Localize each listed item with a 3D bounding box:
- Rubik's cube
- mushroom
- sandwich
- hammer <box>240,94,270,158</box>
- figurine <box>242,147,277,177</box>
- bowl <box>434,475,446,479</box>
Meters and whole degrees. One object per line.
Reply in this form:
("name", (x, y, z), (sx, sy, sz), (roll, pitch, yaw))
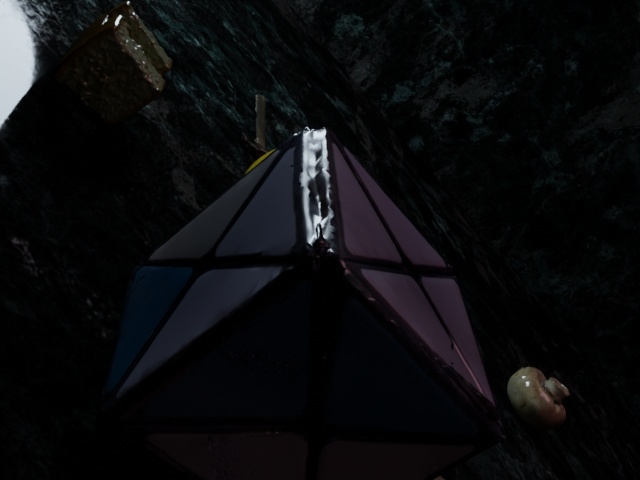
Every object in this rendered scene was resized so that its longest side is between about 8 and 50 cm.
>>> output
("Rubik's cube", (-0.022, 0.110, 0.948), (0.305, 0.307, 0.310), (45, 19, -28))
("mushroom", (0.534, 0.382, 2.108), (0.166, 0.127, 0.166), (46, 11, -12))
("sandwich", (-0.304, -0.277, 1.294), (0.122, 0.128, 0.236), (52, 16, -28))
("hammer", (-0.127, -0.243, 1.836), (0.125, 0.027, 0.297), (42, 19, -27))
("figurine", (0.000, 0.000, 1.448), (0.344, 0.187, 0.215), (55, 29, -12))
("bowl", (0.099, 0.373, 1.016), (0.238, 0.126, 0.238), (46, 19, -20))
